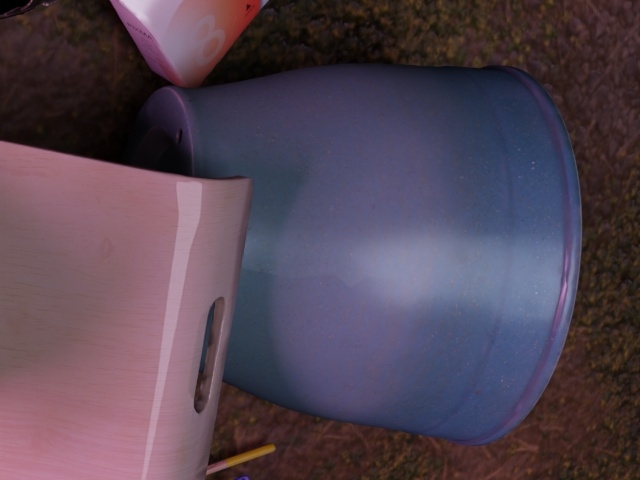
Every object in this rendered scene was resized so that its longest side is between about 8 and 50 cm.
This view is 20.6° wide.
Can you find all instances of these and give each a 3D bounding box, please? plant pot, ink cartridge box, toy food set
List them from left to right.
[{"bbox_3d":[-0.207,0.038,1.073,0.306,0.092,0.219,11,101,2],"label":"toy food set"},{"bbox_3d":[-0.078,-0.198,1.156,0.145,0.045,0.179,-52,159,-11],"label":"ink cartridge box"},{"bbox_3d":[0.000,0.000,1.203,0.255,0.271,0.271,5,103,-23],"label":"plant pot"}]

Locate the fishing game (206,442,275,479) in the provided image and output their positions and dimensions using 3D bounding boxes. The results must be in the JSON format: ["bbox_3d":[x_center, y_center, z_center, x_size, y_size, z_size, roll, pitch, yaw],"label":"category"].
[{"bbox_3d":[-0.073,0.293,1.379,0.189,0.041,0.264,-11,112,-31],"label":"fishing game"}]

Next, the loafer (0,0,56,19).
[{"bbox_3d":[-0.184,-0.176,1.108,0.220,0.078,0.080,-32,122,-24],"label":"loafer"}]
